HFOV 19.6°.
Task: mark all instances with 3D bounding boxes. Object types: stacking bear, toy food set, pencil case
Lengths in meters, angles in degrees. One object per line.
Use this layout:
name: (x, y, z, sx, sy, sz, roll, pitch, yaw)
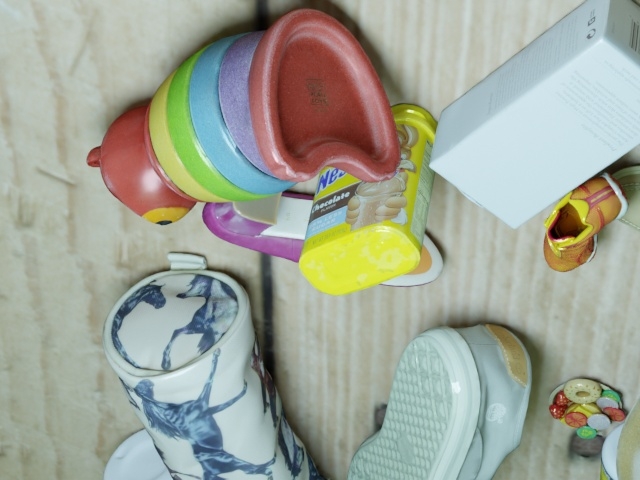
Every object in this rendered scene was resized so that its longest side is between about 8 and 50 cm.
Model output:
stacking bear: (-0.095, -0.099, 1.746, 0.289, 0.164, 0.175, -19, 169, 41)
toy food set: (0.292, 0.183, 2.033, 0.082, 0.020, 0.083, 29, 133, -16)
pencil case: (-0.097, 0.210, 2.041, 0.160, 0.183, 0.410, -11, 129, 15)

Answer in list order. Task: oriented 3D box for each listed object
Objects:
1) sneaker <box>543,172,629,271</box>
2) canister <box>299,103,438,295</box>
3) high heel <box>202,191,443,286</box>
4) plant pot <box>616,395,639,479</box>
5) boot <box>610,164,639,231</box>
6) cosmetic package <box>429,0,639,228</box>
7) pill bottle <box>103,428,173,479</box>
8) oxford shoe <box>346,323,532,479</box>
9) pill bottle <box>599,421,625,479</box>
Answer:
sneaker: (0.238, -0.014, 1.790, 0.067, 0.064, 0.175, -25, 162, -17)
canister: (0.048, -0.038, 1.760, 0.126, 0.170, 0.073, -21, 127, 29)
high heel: (0.000, 0.000, 1.896, 0.244, 0.082, 0.117, 13, 167, -19)
plant pot: (0.427, 0.219, 1.948, 0.236, 0.032, 0.236, -6, 114, -13)
boot: (0.363, 0.023, 1.752, 0.213, 0.165, 0.077, 20, 135, -6)
cosmetic package: (0.220, -0.119, 1.704, 0.117, 0.085, 0.231, 36, 133, -22)
pill bottle: (-0.165, 0.329, 2.212, 0.119, 0.119, 0.208, -9, 131, 21)
oxford shoe: (0.130, 0.248, 2.056, 0.130, 0.169, 0.449, -13, 145, -26)
pill bottle: (0.362, 0.292, 2.066, 0.103, 0.103, 0.184, 4, 134, 9)
